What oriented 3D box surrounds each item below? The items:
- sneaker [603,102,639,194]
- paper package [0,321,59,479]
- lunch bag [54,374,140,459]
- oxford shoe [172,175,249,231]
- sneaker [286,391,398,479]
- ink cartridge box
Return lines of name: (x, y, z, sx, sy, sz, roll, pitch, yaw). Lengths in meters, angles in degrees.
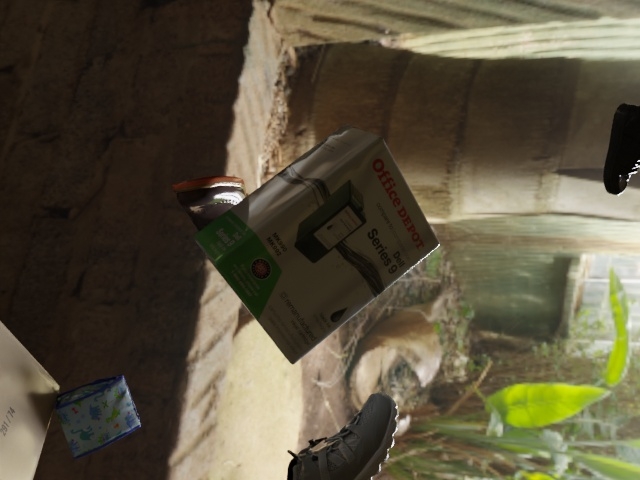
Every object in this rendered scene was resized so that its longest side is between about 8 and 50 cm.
sneaker: (0.473, -0.139, 0.958, 0.051, 0.089, 0.170, -21, 119, -36)
paper package: (-0.662, 0.332, 1.210, 0.325, 0.168, 0.309, -95, 169, -50)
lunch bag: (-0.481, 0.375, 1.419, 0.096, 0.151, 0.129, 19, -53, 68)
oxford shoe: (-0.154, -0.036, 1.029, 0.271, 0.097, 0.098, 38, 44, -76)
sneaker: (0.011, 0.314, 0.918, 0.281, 0.115, 0.105, -49, 173, -32)
ink cartridge box: (0.000, 0.000, 0.955, 0.211, 0.289, 0.121, 57, -10, -29)
